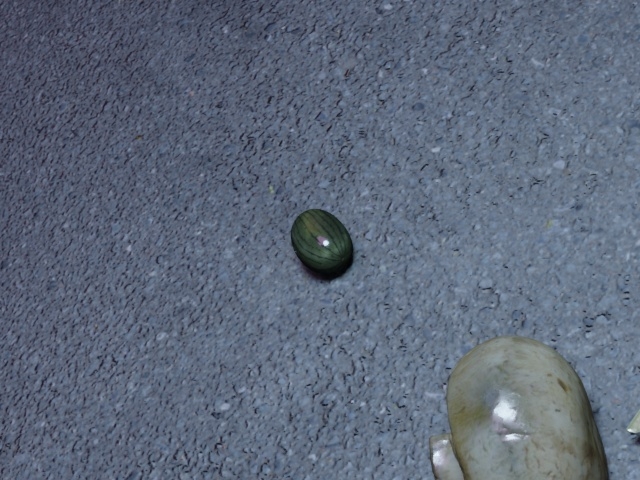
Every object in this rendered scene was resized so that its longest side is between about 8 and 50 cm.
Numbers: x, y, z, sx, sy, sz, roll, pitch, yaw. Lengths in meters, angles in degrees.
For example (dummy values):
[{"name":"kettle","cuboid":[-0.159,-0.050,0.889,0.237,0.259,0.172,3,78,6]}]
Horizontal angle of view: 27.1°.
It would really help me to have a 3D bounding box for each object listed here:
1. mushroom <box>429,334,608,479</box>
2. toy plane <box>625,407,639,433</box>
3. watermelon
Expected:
[{"name":"mushroom","cuboid":[0.208,0.220,1.500,0.195,0.189,0.253,-16,49,15]},{"name":"toy plane","cuboid":[0.463,0.184,1.454,0.244,0.092,0.229,9,78,36]},{"name":"watermelon","cuboid":[0.000,0.000,1.845,0.078,0.078,0.110,-36,47,1]}]
